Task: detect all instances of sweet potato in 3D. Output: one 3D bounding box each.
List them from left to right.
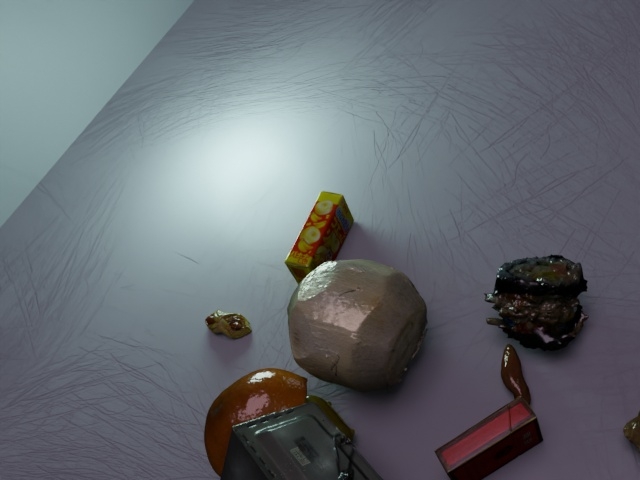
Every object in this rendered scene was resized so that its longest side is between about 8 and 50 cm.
[{"bbox_3d":[0.482,0.344,1.795,0.058,0.055,0.202,-15,49,13],"label":"sweet potato"}]

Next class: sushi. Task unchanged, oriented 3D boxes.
[{"bbox_3d":[0.556,0.160,1.826,0.225,0.218,0.238,-13,10,-31],"label":"sushi"}]

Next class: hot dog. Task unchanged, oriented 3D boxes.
[{"bbox_3d":[-0.290,0.252,2.192,0.169,0.061,0.078,5,59,27],"label":"hot dog"}]

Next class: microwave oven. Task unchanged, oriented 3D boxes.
[{"bbox_3d":[-0.016,0.622,1.579,0.236,0.374,0.432,-11,38,-37],"label":"microwave oven"}]

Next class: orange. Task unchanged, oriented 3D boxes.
[{"bbox_3d":[-0.175,0.483,1.871,0.274,0.310,0.274,7,21,-3],"label":"orange"}]

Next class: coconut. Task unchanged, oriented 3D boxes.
[{"bbox_3d":[0.079,0.211,1.890,0.360,0.346,0.346,20,65,27],"label":"coconut"}]

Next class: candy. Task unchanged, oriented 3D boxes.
[{"bbox_3d":[0.000,0.000,2.205,0.088,0.146,0.276,11,59,28],"label":"candy"}]

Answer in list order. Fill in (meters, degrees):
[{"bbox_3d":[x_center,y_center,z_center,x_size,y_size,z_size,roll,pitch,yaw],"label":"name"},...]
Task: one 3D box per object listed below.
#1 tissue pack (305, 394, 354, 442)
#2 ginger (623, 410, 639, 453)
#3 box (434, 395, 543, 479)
[{"bbox_3d":[-0.002,0.484,1.853,0.127,0.123,0.178,-44,47,-4],"label":"tissue pack"},{"bbox_3d":[0.760,0.496,1.549,0.131,0.086,0.294,-6,55,-9],"label":"ginger"},{"bbox_3d":[0.394,0.477,1.671,0.240,0.153,0.074,-32,45,-2],"label":"box"}]
